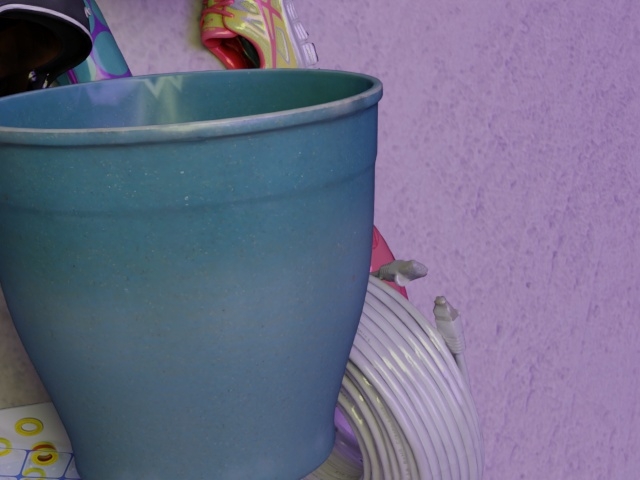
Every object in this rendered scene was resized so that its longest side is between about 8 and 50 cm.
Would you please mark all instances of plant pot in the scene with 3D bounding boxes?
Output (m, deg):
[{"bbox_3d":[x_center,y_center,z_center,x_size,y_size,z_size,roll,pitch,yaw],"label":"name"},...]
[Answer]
[{"bbox_3d":[-0.089,0.028,0.839,0.271,0.271,0.255,-16,109,-42],"label":"plant pot"}]

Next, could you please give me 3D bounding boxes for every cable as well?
[{"bbox_3d":[0.021,0.145,1.019,0.089,0.257,0.257,-28,105,-38],"label":"cable"}]

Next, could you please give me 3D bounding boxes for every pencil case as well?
[{"bbox_3d":[-0.199,-0.152,1.035,0.152,0.064,0.070,63,33,-8],"label":"pencil case"}]

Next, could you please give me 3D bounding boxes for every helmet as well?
[{"bbox_3d":[-0.258,-0.151,0.914,0.169,0.169,0.162,32,79,-31],"label":"helmet"}]

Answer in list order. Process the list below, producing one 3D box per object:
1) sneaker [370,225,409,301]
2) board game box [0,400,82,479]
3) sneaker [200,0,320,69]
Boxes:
[{"bbox_3d":[0.000,0.001,1.156,0.314,0.115,0.136,68,23,-5],"label":"sneaker"},{"bbox_3d":[-0.184,0.269,0.878,0.308,0.086,0.302,-5,68,-42],"label":"board game box"},{"bbox_3d":[-0.077,-0.218,1.150,0.094,0.081,0.209,-27,95,-35],"label":"sneaker"}]
